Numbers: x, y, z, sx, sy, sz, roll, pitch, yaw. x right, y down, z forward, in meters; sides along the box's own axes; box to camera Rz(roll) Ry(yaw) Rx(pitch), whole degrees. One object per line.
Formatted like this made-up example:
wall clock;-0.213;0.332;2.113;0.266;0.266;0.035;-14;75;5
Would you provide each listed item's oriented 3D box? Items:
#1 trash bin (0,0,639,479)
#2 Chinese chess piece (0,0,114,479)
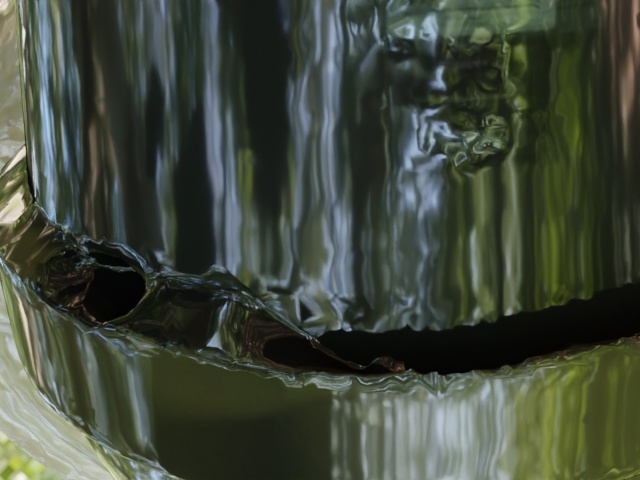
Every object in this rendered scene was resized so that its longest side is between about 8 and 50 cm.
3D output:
trash bin;0.017;-0.060;0.457;0.214;0.214;0.334;33;135;53
Chinese chess piece;0.000;0.000;0.768;0.338;0.140;0.338;7;137;7
